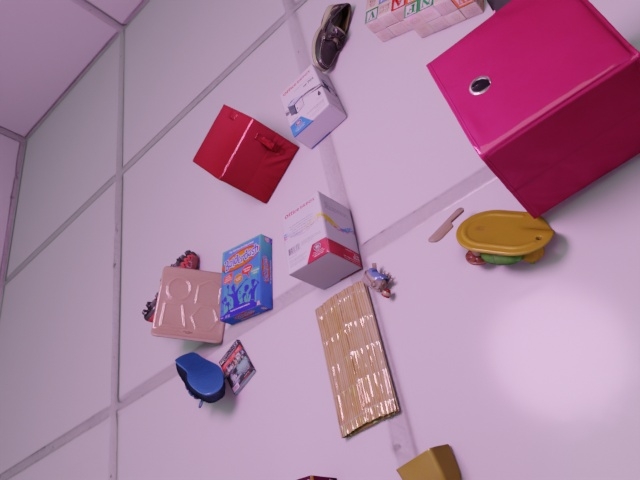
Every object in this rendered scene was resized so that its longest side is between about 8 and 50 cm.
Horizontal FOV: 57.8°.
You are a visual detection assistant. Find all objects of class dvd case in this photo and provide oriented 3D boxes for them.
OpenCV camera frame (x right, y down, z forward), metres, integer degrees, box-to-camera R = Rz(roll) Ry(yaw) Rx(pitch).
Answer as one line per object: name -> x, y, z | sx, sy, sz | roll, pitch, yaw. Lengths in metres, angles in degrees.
dvd case -> -0.217, 0.328, 1.510 | 0.087, 0.013, 0.119 | -52, 43, 12

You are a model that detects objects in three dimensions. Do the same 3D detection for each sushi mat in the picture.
sushi mat -> 0.073, 0.250, 1.264 | 0.151, 0.019, 0.316 | -35, 49, 28

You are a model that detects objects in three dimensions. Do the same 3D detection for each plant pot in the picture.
plant pot -> 0.200, 0.418, 1.020 | 0.081, 0.081, 0.083 | -42, 57, 21

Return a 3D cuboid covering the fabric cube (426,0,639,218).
fabric cube -> 0.385, -0.242, 1.002 | 0.258, 0.259, 0.254 | -34, 52, 23

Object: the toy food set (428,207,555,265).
toy food set -> 0.333, 0.004, 1.105 | 0.218, 0.071, 0.128 | 9, 43, 39

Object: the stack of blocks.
stack of blocks -> 0.256, -0.608, 1.457 | 0.297, 0.087, 0.171 | -9, 65, 41

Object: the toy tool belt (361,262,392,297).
toy tool belt -> 0.130, 0.085, 1.267 | 0.083, 0.052, 0.051 | 34, 104, 46

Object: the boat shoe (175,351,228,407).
boat shoe -> -0.302, 0.369, 1.520 | 0.258, 0.109, 0.089 | 23, 127, 63

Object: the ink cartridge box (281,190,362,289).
ink cartridge box -> 0.000, 0.000, 1.376 | 0.128, 0.127, 0.176 | -31, 52, 30

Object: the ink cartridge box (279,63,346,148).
ink cartridge box -> -0.025, -0.374, 1.618 | 0.139, 0.082, 0.191 | -39, 50, 24

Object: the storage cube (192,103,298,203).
storage cube -> -0.217, -0.248, 1.665 | 0.215, 0.183, 0.193 | 35, 97, 47

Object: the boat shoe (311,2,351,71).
boat shoe -> 0.036, -0.592, 1.666 | 0.073, 0.080, 0.223 | -7, 61, 47

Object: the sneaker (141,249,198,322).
sneaker -> -0.414, 0.151, 1.727 | 0.097, 0.135, 0.276 | -38, 24, 41

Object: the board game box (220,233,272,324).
board game box -> -0.202, 0.106, 1.578 | 0.160, 0.047, 0.210 | -25, 54, 34

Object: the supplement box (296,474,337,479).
supplement box -> -0.005, 0.507, 1.166 | 0.043, 0.083, 0.055 | -30, 52, 30

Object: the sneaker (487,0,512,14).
sneaker -> 0.389, -0.425, 1.225 | 0.147, 0.104, 0.296 | -37, 53, 18

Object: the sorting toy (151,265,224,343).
sorting toy -> -0.357, 0.179, 1.618 | 0.038, 0.193, 0.208 | 113, 163, -64
